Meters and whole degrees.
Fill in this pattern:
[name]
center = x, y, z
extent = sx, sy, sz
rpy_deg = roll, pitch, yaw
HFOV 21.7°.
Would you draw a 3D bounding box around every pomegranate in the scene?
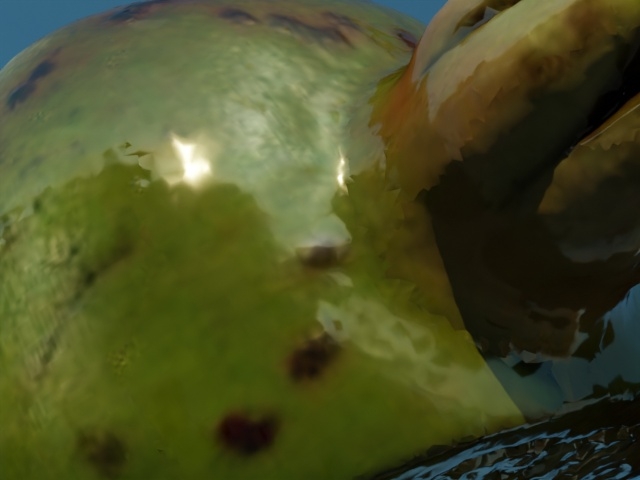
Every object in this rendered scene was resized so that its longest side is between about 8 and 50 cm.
[pomegranate]
center = -0.013, 0.006, 0.398
extent = 0.241, 0.190, 0.159
rpy_deg = 110, -42, -65
